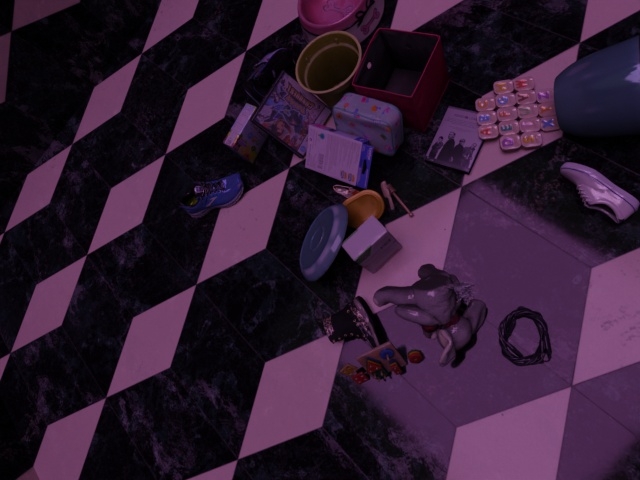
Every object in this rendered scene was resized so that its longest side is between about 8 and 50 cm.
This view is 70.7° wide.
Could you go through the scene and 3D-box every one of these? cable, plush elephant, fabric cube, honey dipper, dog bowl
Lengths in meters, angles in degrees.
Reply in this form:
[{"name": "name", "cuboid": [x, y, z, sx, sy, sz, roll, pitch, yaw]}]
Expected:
[{"name": "cable", "cuboid": [0.647, 0.303, 1.439, 0.150, 0.047, 0.184, -12, 73, 25]}, {"name": "plush elephant", "cuboid": [0.391, 0.245, 1.471, 0.330, 0.272, 0.255, 3, 115, 56]}, {"name": "fabric cube", "cuboid": [0.315, -0.614, 1.734, 0.259, 0.258, 0.254, 23, 86, 27]}, {"name": "honey dipper", "cuboid": [0.305, -0.151, 1.731, 0.030, 0.030, 0.160, -39, 68, 9]}, {"name": "dog bowl", "cuboid": [0.076, -1.059, 2.033, 0.408, 0.150, 0.408, -7, 73, 22]}]

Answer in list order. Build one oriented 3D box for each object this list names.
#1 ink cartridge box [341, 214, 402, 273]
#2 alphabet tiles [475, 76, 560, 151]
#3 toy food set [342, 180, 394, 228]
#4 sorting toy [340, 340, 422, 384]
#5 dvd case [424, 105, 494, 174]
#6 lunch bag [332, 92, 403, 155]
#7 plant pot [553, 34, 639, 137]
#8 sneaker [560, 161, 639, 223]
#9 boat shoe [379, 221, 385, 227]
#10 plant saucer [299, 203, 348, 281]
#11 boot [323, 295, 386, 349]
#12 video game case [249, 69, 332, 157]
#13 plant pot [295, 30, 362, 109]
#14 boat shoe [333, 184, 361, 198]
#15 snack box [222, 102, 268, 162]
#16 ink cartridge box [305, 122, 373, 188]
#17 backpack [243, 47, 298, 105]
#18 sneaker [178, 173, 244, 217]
[{"name": "ink cartridge box", "cuboid": [0.189, 0.020, 1.625, 0.154, 0.212, 0.093, -44, 59, 7]}, {"name": "alphabet tiles", "cuboid": [0.710, -0.459, 1.626, 0.278, 0.021, 0.284, -4, 73, 15]}, {"name": "toy food set", "cuboid": [0.184, -0.132, 1.761, 0.218, 0.071, 0.128, -26, 90, 17]}, {"name": "sorting toy", "cuboid": [0.203, 0.426, 1.540, 0.274, 0.132, 0.046, -28, 32, 14]}, {"name": "dvd case", "cuboid": [0.522, -0.381, 1.701, 0.179, 0.029, 0.238, 23, 84, 28]}, {"name": "lunch bag", "cuboid": [0.186, -0.450, 1.765, 0.279, 0.224, 0.108, 25, 71, 27]}, {"name": "plant pot", "cuboid": [0.887, -0.459, 1.431, 0.235, 0.293, 0.293, -6, 72, 39]}, {"name": "sneaker", "cuboid": [0.873, -0.155, 1.442, 0.091, 0.094, 0.258, -47, 63, 0]}, {"name": "boat shoe", "cuboid": [0.188, -0.028, 1.737, 0.133, 0.042, 0.049, -35, 66, 12]}, {"name": "plant saucer", "cuboid": [0.000, 0.000, 1.695, 0.317, 0.044, 0.317, -50, 26, 35]}, {"name": "boot", "cuboid": [0.126, 0.343, 1.635, 0.178, 0.085, 0.236, -33, 68, 19]}, {"name": "video game case", "cuboid": [-0.119, -0.528, 1.907, 0.248, 0.275, 0.035, -57, 28, -1]}, {"name": "plant pot", "cuboid": [0.075, -0.658, 1.854, 0.276, 0.254, 0.276, -7, 71, 22]}, {"name": "boat shoe", "cuboid": [0.114, -0.193, 1.817, 0.137, 0.043, 0.049, 21, 82, 26]}, {"name": "snack box", "cuboid": [-0.317, -0.477, 2.017, 0.070, 0.174, 0.207, 28, 88, 27]}, {"name": "ink cartridge box", "cuboid": [0.080, -0.341, 1.813, 0.311, 0.065, 0.186, 26, 125, 30]}, {"name": "backpack", "cuboid": [-0.184, -0.696, 1.991, 0.213, 0.276, 0.263, 23, 75, 50]}, {"name": "sneaker", "cuboid": [-0.493, -0.209, 2.031, 0.330, 0.147, 0.130, -26, 66, 14]}]
